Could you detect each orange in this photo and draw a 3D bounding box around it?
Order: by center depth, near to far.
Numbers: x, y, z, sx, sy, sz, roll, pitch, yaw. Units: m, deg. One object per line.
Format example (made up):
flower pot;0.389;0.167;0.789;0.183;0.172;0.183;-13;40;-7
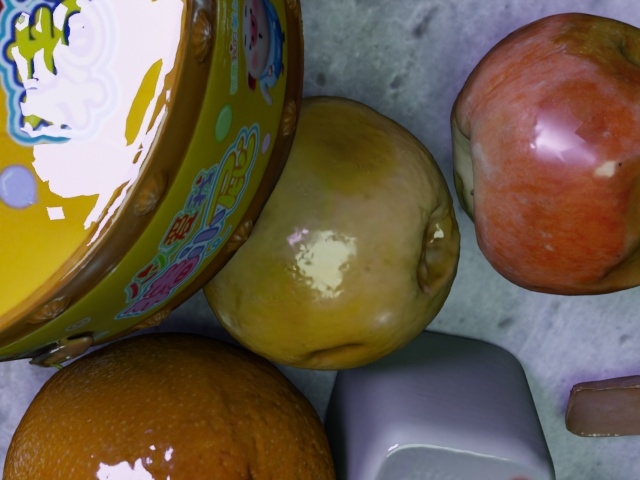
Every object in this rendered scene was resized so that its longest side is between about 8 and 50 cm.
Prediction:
orange;-0.122;0.193;0.844;0.264;0.264;0.264;0;108;-1

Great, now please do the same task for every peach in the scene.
peach;0.216;-0.069;0.796;0.235;0.214;0.214;-10;108;-10

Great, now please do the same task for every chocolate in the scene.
chocolate;0.267;0.147;0.950;0.100;0.031;0.065;-4;119;0

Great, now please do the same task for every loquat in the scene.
loquat;-0.001;-0.004;0.809;0.213;0.213;0.213;0;108;-1

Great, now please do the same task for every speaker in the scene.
speaker;0.072;0.299;0.913;0.183;0.184;0.406;11;107;-4

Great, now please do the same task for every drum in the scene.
drum;-0.230;-0.123;0.674;0.431;0.214;0.431;-1;87;15
